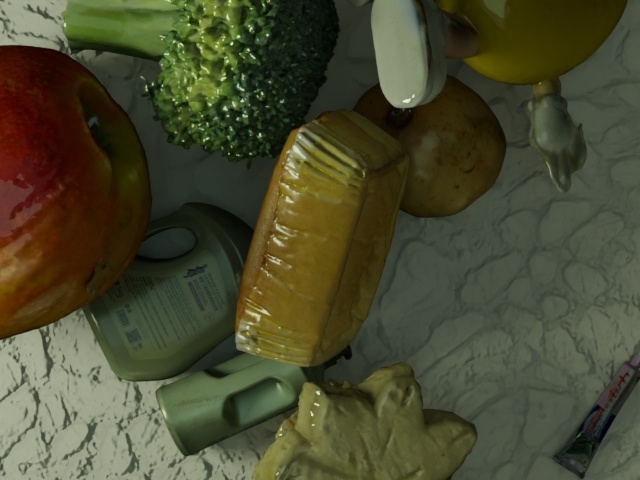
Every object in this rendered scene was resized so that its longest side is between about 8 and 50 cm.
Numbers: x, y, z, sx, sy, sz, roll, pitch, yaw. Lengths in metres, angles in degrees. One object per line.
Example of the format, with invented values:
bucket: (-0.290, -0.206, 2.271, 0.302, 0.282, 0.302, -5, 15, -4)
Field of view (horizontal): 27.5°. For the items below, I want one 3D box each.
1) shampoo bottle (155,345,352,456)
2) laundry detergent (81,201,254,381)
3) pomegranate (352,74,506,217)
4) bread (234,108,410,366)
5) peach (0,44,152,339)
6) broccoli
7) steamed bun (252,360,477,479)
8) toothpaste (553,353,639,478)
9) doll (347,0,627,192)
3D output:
shampoo bottle: (-0.072, 0.171, 1.560, 0.234, 0.118, 0.087, -24, 68, -4)
laundry detergent: (-0.154, 0.052, 1.561, 0.253, 0.091, 0.181, -26, 91, -3)
pomegranate: (0.126, -0.108, 1.540, 0.196, 0.196, 0.196, 0, 92, -4)
bread: (0.000, 0.000, 1.449, 0.119, 0.152, 0.288, 27, 118, 21)
peach: (-0.367, -0.043, 1.428, 0.372, 0.290, 0.373, -5, 78, 23)
broccoli: (-0.113, -0.274, 1.439, 0.301, 0.249, 0.375, 15, 63, -21)
steamed bun: (0.044, 0.279, 1.533, 0.292, 0.137, 0.295, -37, 106, -14)
toothpaste: (0.355, 0.216, 1.638, 0.045, 0.028, 0.170, 32, 92, 6)
doll: (0.203, -0.255, 1.469, 0.423, 0.161, 0.348, 23, 67, -32)
